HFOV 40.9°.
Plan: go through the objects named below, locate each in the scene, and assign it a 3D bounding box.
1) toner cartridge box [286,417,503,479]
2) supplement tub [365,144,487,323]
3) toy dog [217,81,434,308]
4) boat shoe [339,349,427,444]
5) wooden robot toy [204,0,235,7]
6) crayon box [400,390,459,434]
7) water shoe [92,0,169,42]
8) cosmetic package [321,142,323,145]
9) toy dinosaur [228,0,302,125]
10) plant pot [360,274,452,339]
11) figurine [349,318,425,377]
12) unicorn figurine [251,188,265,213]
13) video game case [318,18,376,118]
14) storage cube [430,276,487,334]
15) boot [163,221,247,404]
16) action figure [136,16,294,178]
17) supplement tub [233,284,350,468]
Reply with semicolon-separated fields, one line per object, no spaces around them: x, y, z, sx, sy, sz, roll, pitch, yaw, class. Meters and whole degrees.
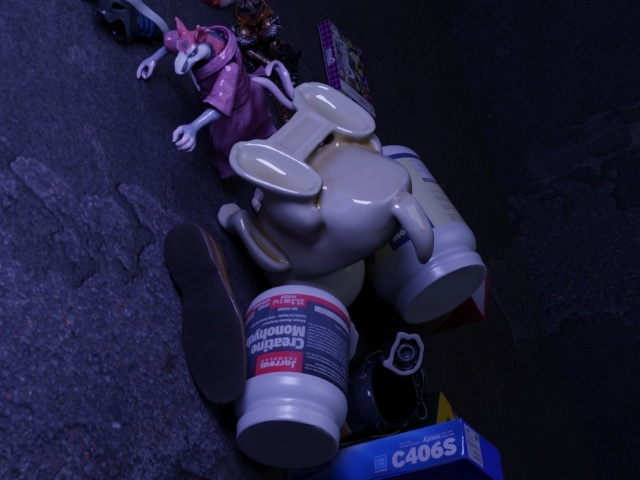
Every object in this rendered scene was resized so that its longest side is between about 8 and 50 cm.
0.128;0.413;1.507;0.165;0.348;0.075;45;34;-42;toner cartridge box
0.179;-0.013;1.801;0.235;0.235;0.324;23;31;-57;supplement tub
0.011;-0.026;1.591;0.408;0.395;0.284;106;10;-50;toy dog
0.144;0.325;1.834;0.500;0.156;0.186;2;68;-64;boat shoe
-0.213;-0.554;1.859;0.173;0.079;0.076;11;61;-60;wooden robot toy
0.303;0.593;2.005;0.363;0.106;0.313;57;29;-24;crayon box
-0.340;-0.387;1.517;0.080;0.073;0.203;-61;161;-3;water shoe
0.043;-0.194;1.965;0.151;0.151;0.183;47;14;-39;cosmetic package
-0.111;-0.408;1.886;0.322;0.164;0.218;48;17;-27;toy dinosaur
0.182;0.085;2.019;0.229;0.263;0.263;43;32;-13;plant pot
0.095;0.196;1.742;0.209;0.215;0.092;-83;-177;-83;figurine
-0.105;-0.115;1.770;0.111;0.060;0.162;51;31;-35;unicorn figurine
0.076;-0.475;2.414;0.210;0.042;0.232;29;47;-56;video game case
0.317;0.116;2.283;0.215;0.193;0.183;57;28;-26;storage cube
-0.170;0.121;1.430;0.115;0.112;0.305;30;43;-68;boot
-0.161;-0.269;1.513;0.248;0.276;0.370;61;-7;23;action figure
-0.046;0.231;1.480;0.191;0.191;0.272;48;32;-38;supplement tub
